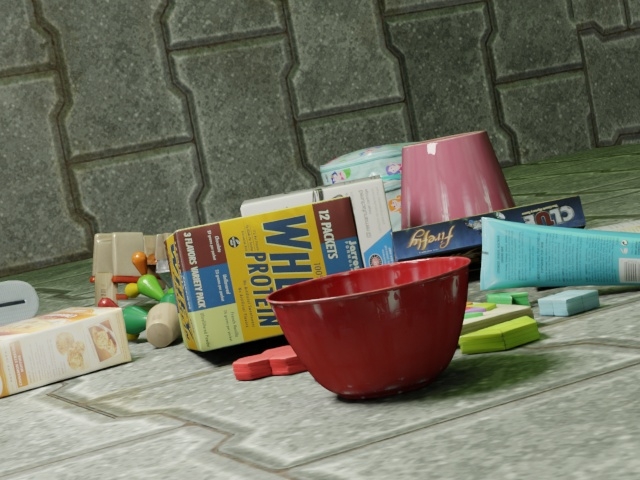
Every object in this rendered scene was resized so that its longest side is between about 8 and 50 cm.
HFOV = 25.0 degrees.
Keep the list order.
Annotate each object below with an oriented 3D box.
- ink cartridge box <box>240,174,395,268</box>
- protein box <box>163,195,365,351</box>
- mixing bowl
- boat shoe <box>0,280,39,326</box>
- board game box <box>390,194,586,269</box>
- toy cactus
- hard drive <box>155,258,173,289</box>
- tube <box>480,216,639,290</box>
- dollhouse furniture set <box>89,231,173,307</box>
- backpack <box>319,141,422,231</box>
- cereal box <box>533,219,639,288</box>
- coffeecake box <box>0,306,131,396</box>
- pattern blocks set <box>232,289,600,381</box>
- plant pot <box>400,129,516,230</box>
[{"bbox_3d":[0.000,0.000,2.025,0.203,0.148,0.086,-12,6,1],"label":"ink cartridge box"},{"bbox_3d":[-0.064,0.041,1.652,0.199,0.136,0.201,-12,-1,-11],"label":"protein box"},{"bbox_3d":[0.050,0.079,1.249,0.181,0.098,0.181,-12,4,1],"label":"mixing bowl"},{"bbox_3d":[-0.601,0.126,2.313,0.302,0.109,0.094,-3,-16,-33],"label":"boat shoe"},{"bbox_3d":[0.216,0.001,1.894,0.243,0.042,0.165,-11,-12,2],"label":"board game box"},{"bbox_3d":[-0.190,0.083,1.857,0.219,0.112,0.180,-2,15,3],"label":"toy cactus"},{"bbox_3d":[-0.157,0.060,1.985,0.094,0.022,0.135,-10,-31,14],"label":"hard drive"},{"bbox_3d":[0.273,0.018,1.543,0.207,0.080,0.052,2,3,17],"label":"tube"},{"bbox_3d":[-0.220,0.055,2.240,0.259,0.135,0.262,0,-1,-31],"label":"dollhouse furniture set"},{"bbox_3d":[0.096,-0.057,2.347,0.225,0.191,0.253,-11,10,40],"label":"backpack"},{"bbox_3d":[0.363,0.007,1.722,0.240,0.047,0.173,-10,4,7],"label":"cereal box"},{"bbox_3d":[-0.341,0.131,1.708,0.185,0.068,0.142,-15,7,-34],"label":"coffeecake box"},{"bbox_3d":[0.105,0.089,1.449,0.324,0.026,0.285,-14,6,-40],"label":"pattern blocks set"},{"bbox_3d":[0.200,-0.064,2.156,0.201,0.180,0.201,-11,5,1],"label":"plant pot"}]
